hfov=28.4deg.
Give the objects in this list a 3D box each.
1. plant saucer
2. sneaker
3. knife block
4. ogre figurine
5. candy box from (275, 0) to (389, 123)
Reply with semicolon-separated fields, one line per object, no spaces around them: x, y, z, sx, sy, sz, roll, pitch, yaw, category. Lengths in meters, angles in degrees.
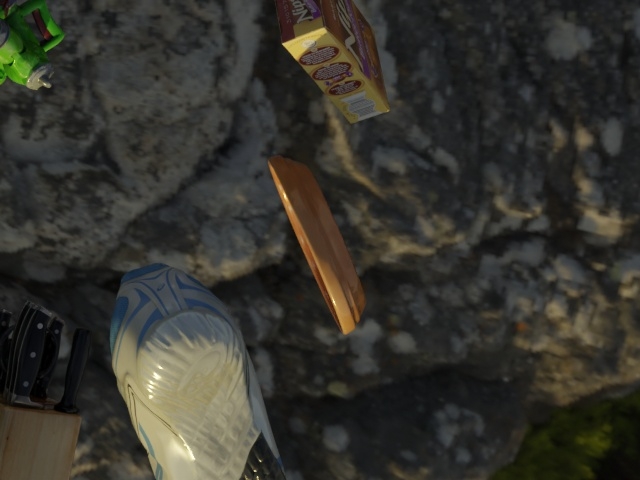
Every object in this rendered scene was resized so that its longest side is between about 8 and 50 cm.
0.000;0.000;1.311;0.037;0.200;0.200;-23;114;-4;plant saucer
-0.075;0.114;0.784;0.085;0.086;0.237;-17;128;-12;sneaker
-0.304;0.212;1.304;0.088;0.276;0.242;13;133;-32;knife block
-0.295;-0.196;1.126;0.097;0.197;0.118;-54;129;-17;ogre figurine
0.011;-0.213;1.328;0.186;0.053;0.109;39;37;-58;candy box
